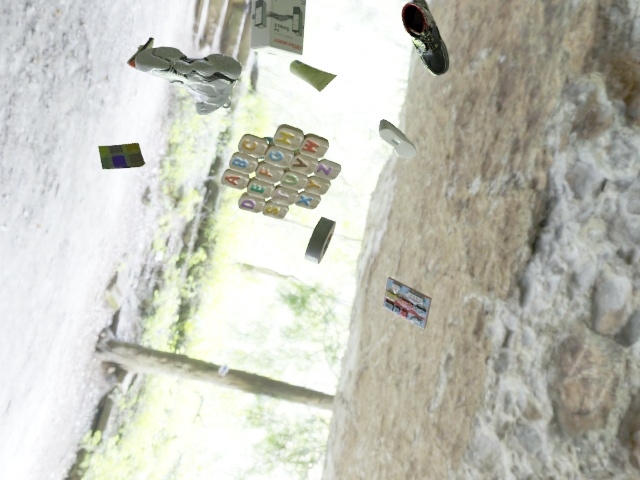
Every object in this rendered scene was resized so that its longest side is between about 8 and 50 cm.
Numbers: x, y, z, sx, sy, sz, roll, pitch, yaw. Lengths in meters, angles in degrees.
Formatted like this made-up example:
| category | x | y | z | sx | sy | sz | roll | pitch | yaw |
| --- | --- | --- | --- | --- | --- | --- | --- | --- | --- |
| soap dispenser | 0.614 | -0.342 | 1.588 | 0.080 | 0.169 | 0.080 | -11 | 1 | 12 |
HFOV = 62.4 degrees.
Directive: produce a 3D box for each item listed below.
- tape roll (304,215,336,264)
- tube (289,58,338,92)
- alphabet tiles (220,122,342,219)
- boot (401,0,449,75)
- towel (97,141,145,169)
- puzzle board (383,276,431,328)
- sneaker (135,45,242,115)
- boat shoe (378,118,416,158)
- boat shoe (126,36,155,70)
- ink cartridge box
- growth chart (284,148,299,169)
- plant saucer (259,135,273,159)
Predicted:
| category | x | y | z | sx | sy | sz | roll | pitch | yaw |
| --- | --- | --- | --- | --- | --- | --- | --- | --- | --- |
| tape roll | 0.000 | 0.000 | 2.405 | 0.219 | 0.072 | 0.219 | 23 | 90 | -83 |
| tube | -0.034 | -0.615 | 1.973 | 0.240 | 0.062 | 0.070 | 41 | -53 | 44 |
| alphabet tiles | -0.098 | -0.166 | 1.354 | 0.284 | 0.278 | 0.021 | -54 | -148 | 36 |
| boot | 0.293 | -0.567 | 1.493 | 0.236 | 0.085 | 0.178 | 64 | 25 | -17 |
| towel | -0.401 | -0.171 | 1.067 | 0.009 | 0.083 | 0.060 | -53 | -129 | 58 |
| puzzle board | 0.214 | 0.157 | 1.328 | 0.011 | 0.128 | 0.096 | -30 | 135 | -42 |
| sneaker | -0.475 | -0.564 | 1.903 | 0.210 | 0.366 | 0.137 | 113 | -33 | -46 |
| boat shoe | 0.247 | -0.329 | 1.707 | 0.066 | 0.184 | 0.063 | -29 | -130 | 39 |
| boat shoe | -0.642 | -0.677 | 1.898 | 0.137 | 0.043 | 0.049 | -59 | -177 | -5 |
| ink cartridge box | -0.158 | -0.857 | 2.022 | 0.115 | 0.198 | 0.273 | 12 | -77 | 37 |
| growth chart | -0.135 | -0.342 | 2.225 | 0.021 | 0.172 | 0.237 | -28 | -169 | 46 |
| plant saucer | -0.242 | -0.402 | 2.259 | 0.021 | 0.119 | 0.119 | 47 | 45 | -55 |
